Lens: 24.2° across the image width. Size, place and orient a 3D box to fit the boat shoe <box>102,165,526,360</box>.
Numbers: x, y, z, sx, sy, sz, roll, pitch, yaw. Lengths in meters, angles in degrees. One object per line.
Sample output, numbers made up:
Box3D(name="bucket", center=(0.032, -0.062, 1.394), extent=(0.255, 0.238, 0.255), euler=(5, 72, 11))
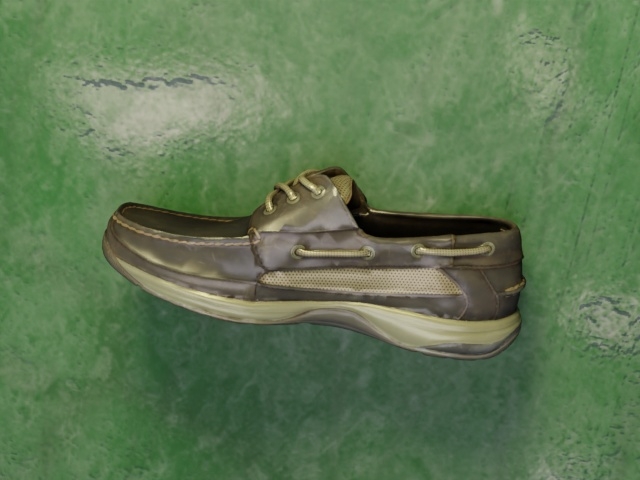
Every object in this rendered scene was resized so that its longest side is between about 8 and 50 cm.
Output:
Box3D(name="boat shoe", center=(0.000, 0.000, 1.243), extent=(0.355, 0.132, 0.130), euler=(10, 105, -4))
